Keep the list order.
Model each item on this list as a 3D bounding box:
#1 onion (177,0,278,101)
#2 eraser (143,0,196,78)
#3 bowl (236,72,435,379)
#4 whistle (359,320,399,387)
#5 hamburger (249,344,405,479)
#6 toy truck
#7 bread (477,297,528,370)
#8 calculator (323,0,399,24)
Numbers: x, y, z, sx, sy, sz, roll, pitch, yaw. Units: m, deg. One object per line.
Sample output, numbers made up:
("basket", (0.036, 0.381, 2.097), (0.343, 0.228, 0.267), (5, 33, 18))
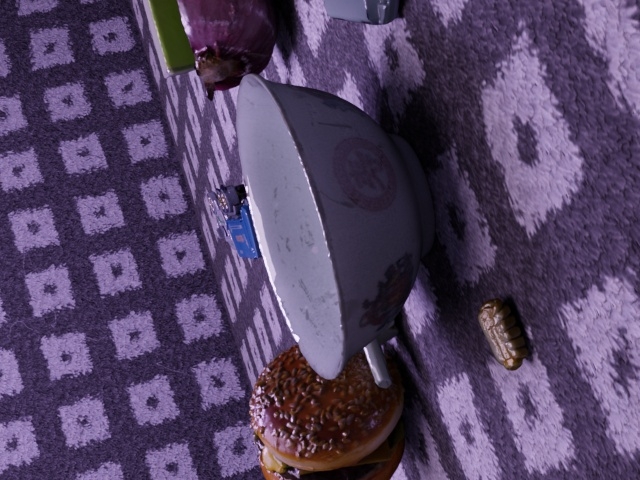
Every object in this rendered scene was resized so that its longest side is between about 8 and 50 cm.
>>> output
("onion", (-0.164, -0.457, 1.759), (0.267, 0.159, 0.348), (75, -172, -61))
("eraser", (-0.265, -0.498, 1.991), (0.092, 0.210, 0.274), (165, 87, -75))
("bowl", (0.037, -0.040, 1.323), (0.435, 0.196, 0.435), (165, 90, -76))
("whistle", (0.070, 0.127, 1.567), (0.106, 0.102, 0.253), (-39, 50, 29))
("hamburger", (0.014, 0.302, 1.631), (0.291, 0.291, 0.225), (-122, 16, -50))
("toy truck", (-0.150, -0.060, 2.135), (0.367, 0.146, 0.175), (-174, 65, -75))
("bread", (0.219, 0.110, 1.116), (0.088, 0.034, 0.049), (66, 150, 18))
("calculator", (0.043, -0.363, 1.266), (0.246, 0.045, 0.141), (-141, 38, -67))
